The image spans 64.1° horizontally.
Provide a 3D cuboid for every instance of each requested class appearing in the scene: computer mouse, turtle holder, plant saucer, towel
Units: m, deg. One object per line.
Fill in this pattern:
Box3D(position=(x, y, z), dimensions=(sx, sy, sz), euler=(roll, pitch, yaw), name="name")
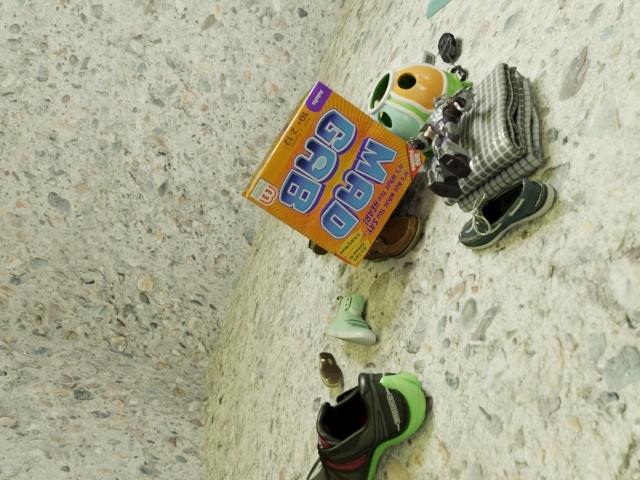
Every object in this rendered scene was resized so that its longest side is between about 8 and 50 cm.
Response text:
Box3D(position=(0.399, -0.540, 1.516), dimensions=(0.071, 0.041, 0.242), euler=(115, 156, -48), name="computer mouse")
Box3D(position=(0.254, -0.383, 1.469), dimensions=(0.320, 0.227, 0.243), euler=(-136, 65, -70), name="turtle holder")
Box3D(position=(0.420, -0.832, 1.757), dimensions=(0.192, 0.018, 0.067), euler=(179, 108, -70), name="plant saucer")
Box3D(position=(0.369, -0.236, 1.158), dimensions=(0.235, 0.121, 0.284), euler=(134, 150, -52), name="towel")

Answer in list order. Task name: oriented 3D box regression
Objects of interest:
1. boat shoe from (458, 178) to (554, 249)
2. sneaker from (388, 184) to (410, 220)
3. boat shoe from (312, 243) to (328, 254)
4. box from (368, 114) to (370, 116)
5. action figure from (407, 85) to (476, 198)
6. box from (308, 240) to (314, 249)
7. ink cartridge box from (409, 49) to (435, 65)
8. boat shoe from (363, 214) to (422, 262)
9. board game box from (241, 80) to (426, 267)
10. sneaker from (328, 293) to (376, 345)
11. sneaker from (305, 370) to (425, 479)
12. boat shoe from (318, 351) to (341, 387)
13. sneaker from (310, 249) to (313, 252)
Box3D(position=(0.363, -0.053, 1.064), dimensions=(0.254, 0.079, 0.095), euler=(143, 141, -61), name="boat shoe")
Box3D(position=(0.232, -0.148, 1.568), dimensions=(0.086, 0.064, 0.192), euler=(163, 126, -75), name="sneaker")
Box3D(position=(0.033, -0.046, 1.793), dimensions=(0.073, 0.080, 0.224), euler=(-93, 26, -49), name="boat shoe")
Box3D(position=(0.186, -0.349, 1.879), dimensions=(0.136, 0.036, 0.225), euler=(137, 132, -55), name="box")
Box3D(position=(0.271, -0.233, 1.112), dimensions=(0.185, 0.099, 0.285), euler=(123, 159, -46), name="action figure")
Box3D(position=(0.023, -0.113, 2.027), dimensions=(0.216, 0.060, 0.270), euler=(104, -176, -69), name="box")
Box3D(position=(0.297, -0.515, 1.758), dimensions=(0.232, 0.066, 0.189), euler=(-16, 58, 64), name="ink cartridge box")
Box3D(position=(0.182, -0.002, 1.514), dimensions=(0.307, 0.104, 0.111), euler=(141, 143, -59), name="boat shoe")
Box3D(position=(0.015, -0.184, 1.498), dimensions=(0.356, 0.356, 0.356), euler=(-58, 12, 0), name="board game box")
Box3D(position=(0.103, 0.231, 1.546), dimensions=(0.256, 0.094, 0.151), euler=(-12, 59, 69), name="sneaker")
Box3D(position=(0.062, 0.476, 1.246), dimensions=(0.185, 0.202, 0.483), euler=(-101, 34, -58), name="sneaker")
Box3D(position=(0.027, 0.432, 1.644), dimensions=(0.190, 0.068, 0.072), euler=(-104, 23, -76), name="boat shoe")
Box3D(position=(0.000, 0.000, 2.168), dimensions=(0.058, 0.052, 0.135), euler=(-128, 49, -57), name="sneaker")
